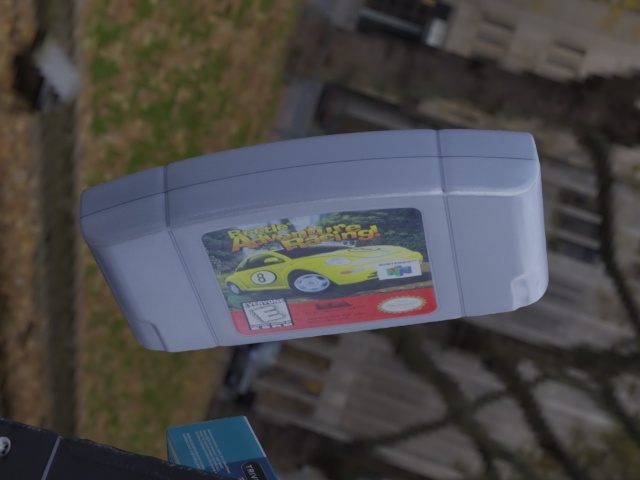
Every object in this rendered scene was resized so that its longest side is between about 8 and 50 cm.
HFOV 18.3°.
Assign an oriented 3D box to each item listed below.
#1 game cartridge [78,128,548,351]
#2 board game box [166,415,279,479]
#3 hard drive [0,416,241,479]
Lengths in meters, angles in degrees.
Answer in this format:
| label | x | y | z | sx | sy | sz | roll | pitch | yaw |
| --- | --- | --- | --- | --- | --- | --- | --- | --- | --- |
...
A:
| label | x | y | z | sx | sy | sz | roll | pitch | yaw |
| --- | --- | --- | --- | --- | --- | --- | --- | --- | --- |
| game cartridge | 0.000 | 0.000 | 1.302 | 0.196 | 0.294 | 0.060 | 74 | 10 | -58 |
| board game box | -0.063 | 0.363 | 1.743 | 0.254 | 0.079 | 0.336 | -124 | -151 | -59 |
| hard drive | -0.003 | 0.178 | 0.983 | 0.237 | 0.339 | 0.064 | 51 | 53 | -62 |
